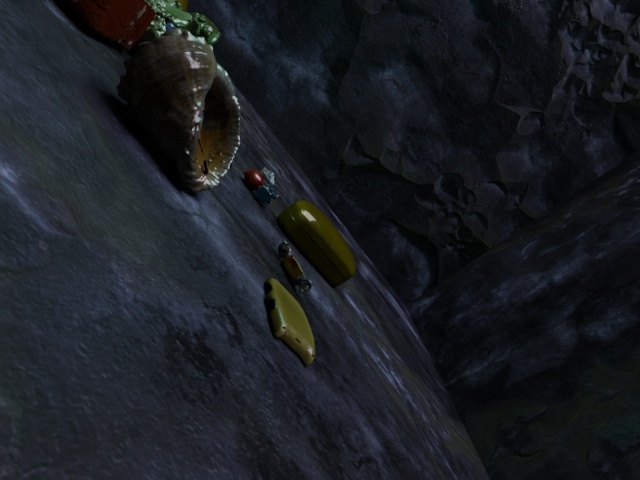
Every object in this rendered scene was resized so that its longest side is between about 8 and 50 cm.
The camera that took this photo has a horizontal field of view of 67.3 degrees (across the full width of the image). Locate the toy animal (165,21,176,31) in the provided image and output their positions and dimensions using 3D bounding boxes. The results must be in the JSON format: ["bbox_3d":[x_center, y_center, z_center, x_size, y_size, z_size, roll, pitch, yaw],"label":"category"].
[{"bbox_3d":[-0.407,-0.431,1.278,0.176,0.255,0.239,32,-36,9],"label":"toy animal"}]

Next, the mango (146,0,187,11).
[{"bbox_3d":[-0.590,-0.857,1.699,0.264,0.221,0.377,47,20,-55],"label":"mango"}]

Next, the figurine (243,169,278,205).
[{"bbox_3d":[-0.210,-0.182,1.631,0.140,0.068,0.075,47,12,-3],"label":"figurine"}]

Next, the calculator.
[{"bbox_3d":[-0.070,0.173,1.107,0.157,0.033,0.236,49,9,-28],"label":"calculator"}]

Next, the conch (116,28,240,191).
[{"bbox_3d":[-0.313,-0.292,1.096,0.297,0.210,0.351,-5,103,-62],"label":"conch"}]

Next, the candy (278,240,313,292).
[{"bbox_3d":[-0.076,0.080,1.372,0.182,0.053,0.046,59,-2,32],"label":"candy"}]

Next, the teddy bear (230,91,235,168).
[{"bbox_3d":[-0.323,-0.351,1.384,0.256,0.156,0.266,-109,-159,-59],"label":"teddy bear"}]

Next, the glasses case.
[{"bbox_3d":[0.000,0.000,1.784,0.371,0.141,0.173,50,9,-29],"label":"glasses case"}]

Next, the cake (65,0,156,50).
[{"bbox_3d":[-0.552,-0.618,1.225,0.177,0.151,0.283,40,10,-1],"label":"cake"}]

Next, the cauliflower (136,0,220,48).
[{"bbox_3d":[-0.433,-0.619,1.468,0.272,0.251,0.274,-111,-176,-74],"label":"cauliflower"}]

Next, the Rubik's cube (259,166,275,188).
[{"bbox_3d":[-0.206,-0.225,1.759,0.073,0.084,0.075,-95,165,-66],"label":"Rubik's cube"}]
